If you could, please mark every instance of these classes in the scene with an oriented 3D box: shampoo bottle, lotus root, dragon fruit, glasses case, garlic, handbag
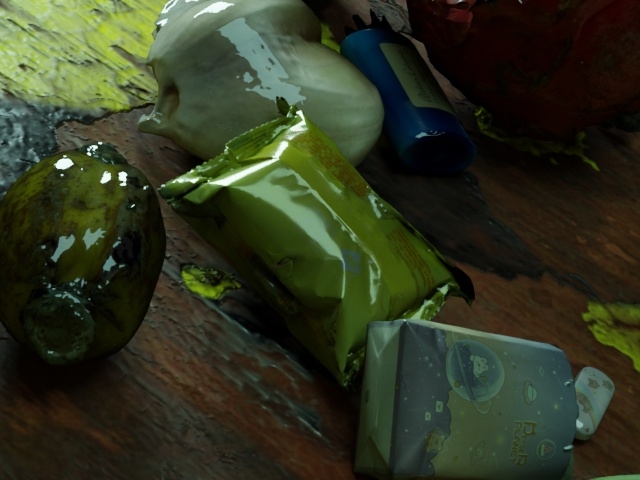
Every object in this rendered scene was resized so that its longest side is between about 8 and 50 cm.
[{"bbox_3d":[0.074,-0.139,1.495,0.087,0.050,0.183,6,42,-35],"label":"shampoo bottle"},{"bbox_3d":[-0.166,0.006,1.117,0.120,0.120,0.209,20,37,-12],"label":"lotus root"},{"bbox_3d":[0.211,-0.245,1.515,0.296,0.301,0.295,-12,51,15],"label":"dragon fruit"},{"bbox_3d":[0.211,0.129,1.296,0.032,0.021,0.083,32,37,8],"label":"glasses case"},{"bbox_3d":[-0.046,-0.141,1.376,0.217,0.110,0.228,39,37,7],"label":"garlic"},{"bbox_3d":[0.110,0.123,1.176,0.173,0.095,0.117,10,83,-27],"label":"handbag"}]

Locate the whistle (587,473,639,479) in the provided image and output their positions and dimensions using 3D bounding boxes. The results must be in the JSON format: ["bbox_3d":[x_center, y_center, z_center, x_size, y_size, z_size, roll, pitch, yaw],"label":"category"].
[{"bbox_3d":[0.334,0.205,1.230,0.294,0.141,0.141,-13,51,-19],"label":"whistle"}]

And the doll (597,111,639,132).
[{"bbox_3d":[0.358,-0.205,1.736,0.203,0.091,0.286,-12,32,1],"label":"doll"}]

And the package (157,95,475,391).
[{"bbox_3d":[0.000,0.000,1.236,0.226,0.090,0.168,49,49,6],"label":"package"}]
